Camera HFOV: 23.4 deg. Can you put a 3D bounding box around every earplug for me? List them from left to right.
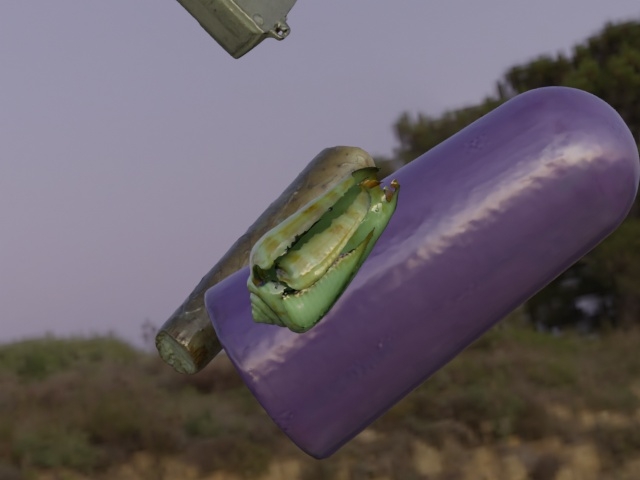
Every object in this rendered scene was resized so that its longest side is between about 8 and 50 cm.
[{"bbox_3d":[0.120,0.015,1.570,0.456,0.215,0.215,-35,-15,6],"label":"earplug"}]

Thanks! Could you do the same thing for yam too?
[{"bbox_3d":[-0.057,0.012,1.797,0.083,0.083,0.371,-26,19,52],"label":"yam"}]

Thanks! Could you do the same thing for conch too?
[{"bbox_3d":[0.000,0.000,1.272,0.170,0.079,0.106,-49,-17,-11],"label":"conch"}]

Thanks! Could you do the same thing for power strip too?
[{"bbox_3d":[-0.129,-0.264,1.305,0.052,0.272,0.078,-38,12,46],"label":"power strip"}]
